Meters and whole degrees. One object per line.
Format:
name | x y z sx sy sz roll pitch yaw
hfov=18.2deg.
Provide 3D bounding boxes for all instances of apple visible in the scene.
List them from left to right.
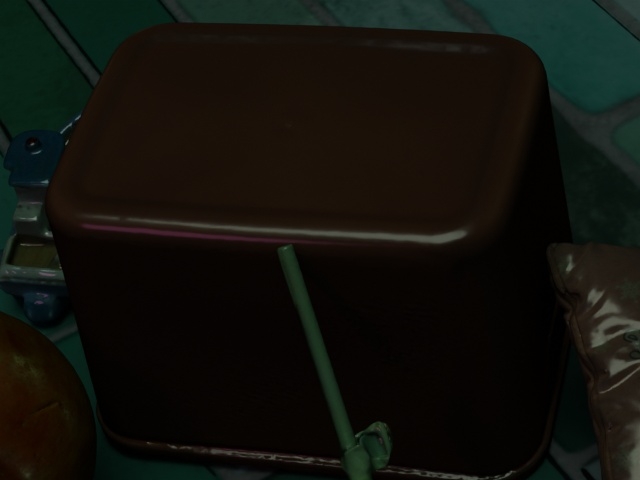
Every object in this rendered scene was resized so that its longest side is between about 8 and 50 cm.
apple | -0.250 0.136 1.373 0.196 0.196 0.196 -7 45 7

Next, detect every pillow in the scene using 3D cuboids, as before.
pillow | 0.267 0.097 1.325 0.223 0.084 0.236 5 50 -18

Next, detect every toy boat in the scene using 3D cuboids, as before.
toy boat | -0.203 -0.042 1.597 0.088 0.102 0.215 4 47 14

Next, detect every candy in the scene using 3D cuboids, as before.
candy | 0.019 0.141 1.269 0.084 0.288 0.078 -16 4 42

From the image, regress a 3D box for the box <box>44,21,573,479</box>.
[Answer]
box | 0.000 0.000 1.414 0.339 0.229 0.239 4 46 16
